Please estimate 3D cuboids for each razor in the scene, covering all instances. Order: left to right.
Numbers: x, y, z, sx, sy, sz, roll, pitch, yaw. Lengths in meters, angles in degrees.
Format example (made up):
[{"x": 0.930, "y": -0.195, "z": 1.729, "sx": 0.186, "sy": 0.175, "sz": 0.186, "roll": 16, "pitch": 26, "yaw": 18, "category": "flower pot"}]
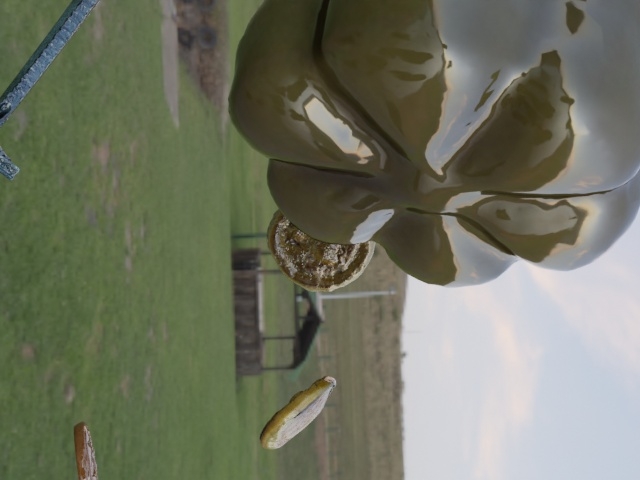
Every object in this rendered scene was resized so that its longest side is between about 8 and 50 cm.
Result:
[{"x": -0.219, "y": -0.138, "z": 0.625, "sx": 0.033, "sy": 0.066, "sz": 0.190, "roll": -12, "pitch": -134, "yaw": 49, "category": "razor"}]

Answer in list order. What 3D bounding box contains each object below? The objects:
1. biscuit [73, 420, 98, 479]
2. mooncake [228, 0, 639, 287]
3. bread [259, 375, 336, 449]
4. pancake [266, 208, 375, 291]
[{"x": -0.202, "y": 0.204, "z": 0.705, "sx": 0.091, "sy": 0.015, "sz": 0.078, "roll": 99, "pitch": -23, "yaw": -46, "category": "biscuit"}, {"x": 0.144, "y": -0.144, "z": 0.882, "sx": 0.467, "sy": 0.467, "sz": 0.262, "roll": 94, "pitch": 14, "yaw": -62, "category": "mooncake"}, {"x": -0.023, "y": 0.189, "z": 0.886, "sx": 0.024, "sy": 0.110, "sz": 0.110, "roll": 45, "pitch": -21, "yaw": 19, "category": "bread"}, {"x": 0.000, "y": 0.000, "z": 1.106, "sx": 0.028, "sy": 0.158, "sz": 0.158, "roll": -61, "pitch": 153, "yaw": -65, "category": "pancake"}]
